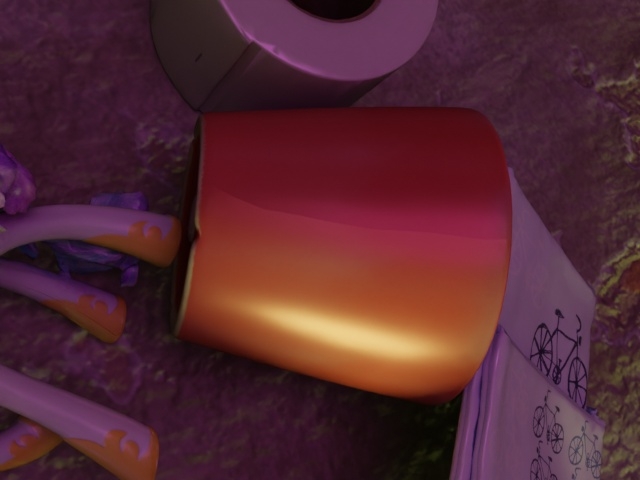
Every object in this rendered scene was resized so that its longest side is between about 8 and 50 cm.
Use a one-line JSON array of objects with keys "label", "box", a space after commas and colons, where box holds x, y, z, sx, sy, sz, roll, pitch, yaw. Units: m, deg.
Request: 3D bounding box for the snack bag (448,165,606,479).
[{"label": "snack bag", "box": [0.227, 0.144, 0.825, 0.323, 0.037, 0.343, 40, 54, -46]}]

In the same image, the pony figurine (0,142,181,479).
[{"label": "pony figurine", "box": [-0.286, 0.017, 0.590, 0.363, 0.302, 0.351, 15, 74, -40]}]

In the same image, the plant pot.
[{"label": "plant pot", "box": [0.000, 0.000, 0.727, 0.243, 0.275, 0.275, 8, 75, -13]}]

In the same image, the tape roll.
[{"label": "tape roll", "box": [-0.030, -0.240, 0.807, 0.246, 0.169, 0.246, 6, 76, -24]}]
